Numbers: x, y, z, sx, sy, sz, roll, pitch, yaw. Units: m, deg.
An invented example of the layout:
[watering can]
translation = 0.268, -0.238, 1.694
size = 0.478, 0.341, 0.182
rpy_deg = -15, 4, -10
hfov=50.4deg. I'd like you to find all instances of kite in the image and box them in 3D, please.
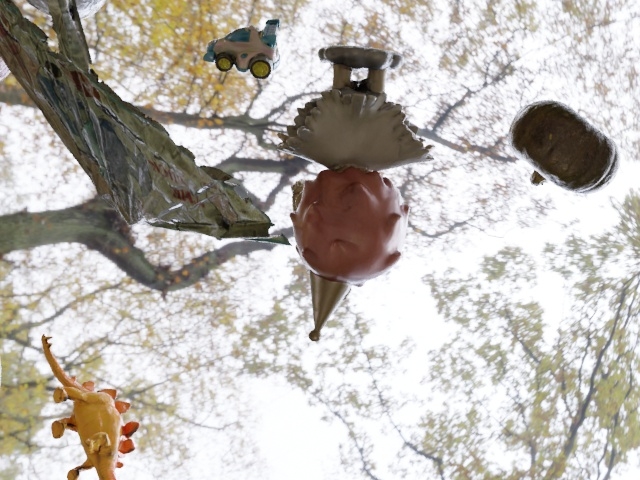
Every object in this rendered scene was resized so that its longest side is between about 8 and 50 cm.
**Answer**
[kite]
translation = -0.175, -0.104, 0.502
size = 0.406, 0.368, 0.014
rpy_deg = 39, -115, 14

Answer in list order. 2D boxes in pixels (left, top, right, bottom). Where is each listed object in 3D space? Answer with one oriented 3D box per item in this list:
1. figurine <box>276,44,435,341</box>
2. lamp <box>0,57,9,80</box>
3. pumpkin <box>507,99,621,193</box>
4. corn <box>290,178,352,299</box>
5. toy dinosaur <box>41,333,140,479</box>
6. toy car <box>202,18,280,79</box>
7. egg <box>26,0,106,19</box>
[figurine]
translation = 0.040, -0.058, 0.902
size = 0.206, 0.166, 0.387
rpy_deg = 3, -84, -8
[lamp]
translation = -0.632, -0.338, 1.185
size = 0.182, 0.182, 0.140
rpy_deg = 10, -108, 26
[pumpkin]
translation = 0.451, -0.173, 1.304
size = 0.219, 0.219, 0.162
rpy_deg = 42, -66, 21
[corn]
translation = 0.000, 0.000, 1.525
size = 0.098, 0.098, 0.290
rpy_deg = -13, -88, 26
[toy dinosaur]
translation = -0.322, 0.251, 0.973
size = 0.070, 0.117, 0.288
rpy_deg = -49, -125, 17
[toy car]
translation = -0.160, -0.416, 1.431
size = 0.161, 0.126, 0.098
rpy_deg = 10, -52, -3
[egg]
translation = -0.366, -0.416, 0.947
size = 0.176, 0.232, 0.176
rpy_deg = 0, -125, 1
